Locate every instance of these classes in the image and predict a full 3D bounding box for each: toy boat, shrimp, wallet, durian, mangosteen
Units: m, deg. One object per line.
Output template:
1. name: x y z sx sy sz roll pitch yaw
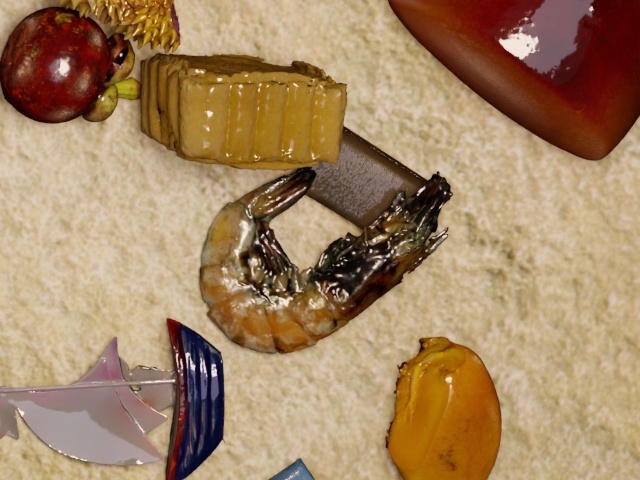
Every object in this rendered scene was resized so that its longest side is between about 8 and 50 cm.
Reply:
1. toy boat: -0.264 0.241 1.837 0.318 0.072 0.219 -24 99 -6
2. shrimp: 0.000 0.000 1.855 0.365 0.071 0.233 -38 101 6
3. wallet: 0.067 -0.070 1.895 0.198 0.031 0.110 31 89 -16
4. durian: -0.250 -0.331 1.700 0.186 0.260 0.154 6 132 0
5. mangosteen: -0.311 -0.200 1.731 0.181 0.156 0.146 45 57 -29

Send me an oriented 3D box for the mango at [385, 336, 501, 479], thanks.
1. mango: 0.174 0.263 1.915 0.154 0.126 0.252 -15 110 -31

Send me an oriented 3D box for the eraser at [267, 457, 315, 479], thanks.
1. eraser: -0.118 0.444 1.907 0.312 0.042 0.144 -33 103 -8

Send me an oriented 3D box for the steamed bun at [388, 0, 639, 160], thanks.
1. steamed bun: 0.292 -0.277 1.813 0.379 0.248 0.235 37 88 -16

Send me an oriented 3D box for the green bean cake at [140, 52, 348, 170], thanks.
1. green bean cake: -0.098 -0.162 1.737 0.230 0.224 0.131 0 103 -24
